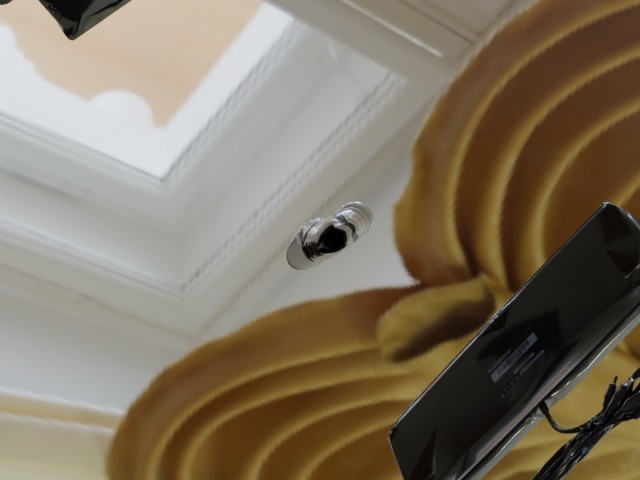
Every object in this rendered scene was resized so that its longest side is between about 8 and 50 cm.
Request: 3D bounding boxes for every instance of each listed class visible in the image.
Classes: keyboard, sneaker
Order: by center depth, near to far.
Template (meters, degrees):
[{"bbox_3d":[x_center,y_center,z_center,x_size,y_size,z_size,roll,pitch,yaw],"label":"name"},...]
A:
[{"bbox_3d":[0.184,0.128,1.040,0.317,0.033,0.201,-50,-147,21],"label":"keyboard"},{"bbox_3d":[0.000,0.000,1.131,0.109,0.040,0.044,-35,-174,44],"label":"sneaker"}]

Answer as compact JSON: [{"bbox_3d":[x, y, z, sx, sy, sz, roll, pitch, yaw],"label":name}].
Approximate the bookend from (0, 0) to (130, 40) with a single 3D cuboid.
[{"bbox_3d":[-0.140,-0.163,0.652,0.072,0.157,0.156,-35,-111,1],"label":"bookend"}]
